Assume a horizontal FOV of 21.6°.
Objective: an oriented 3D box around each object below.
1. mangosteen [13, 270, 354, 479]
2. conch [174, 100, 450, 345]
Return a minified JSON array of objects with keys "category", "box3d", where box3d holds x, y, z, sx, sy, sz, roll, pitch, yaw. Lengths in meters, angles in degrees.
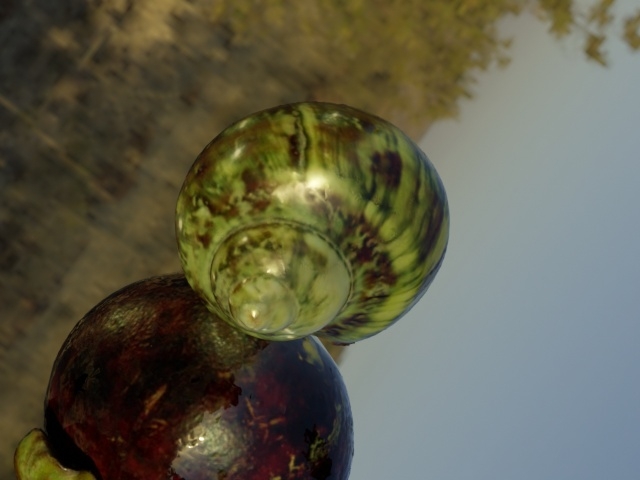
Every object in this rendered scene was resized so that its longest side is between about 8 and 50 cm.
[{"category":"mangosteen","box3d":[-0.114,0.165,1.408,0.288,0.288,0.288,-54,180,-1]},{"category":"conch","box3d":[0.001,0.001,1.056,0.181,0.187,0.124,-43,-155,-22]}]
